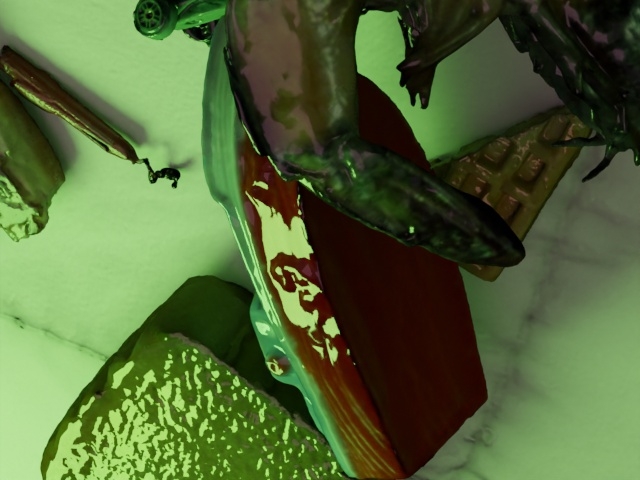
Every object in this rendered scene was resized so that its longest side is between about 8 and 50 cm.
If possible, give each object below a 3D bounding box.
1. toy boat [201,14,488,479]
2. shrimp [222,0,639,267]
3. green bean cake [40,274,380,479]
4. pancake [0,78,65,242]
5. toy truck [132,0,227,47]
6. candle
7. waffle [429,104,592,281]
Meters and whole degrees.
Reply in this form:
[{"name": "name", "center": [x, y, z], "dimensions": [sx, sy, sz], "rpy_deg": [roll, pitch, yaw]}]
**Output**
[{"name": "toy boat", "center": [0.000, 0.000, 1.037], "dimensions": [0.133, 0.145, 0.332], "rpy_deg": [9, 127, 44]}, {"name": "shrimp", "center": [0.126, -0.087, 0.932], "dimensions": [0.445, 0.085, 0.272], "rpy_deg": [42, 84, -15]}, {"name": "green bean cake", "center": [-0.075, 0.167, 1.204], "dimensions": [0.236, 0.124, 0.233], "rpy_deg": [39, 124, -4]}, {"name": "pancake", "center": [-0.328, -0.078, 1.216], "dimensions": [0.266, 0.057, 0.244], "rpy_deg": [37, 134, 3]}, {"name": "toy truck", "center": [-0.051, -0.185, 1.024], "dimensions": [0.154, 0.080, 0.078], "rpy_deg": [-13, 87, 27]}, {"name": "candle", "center": [-0.177, -0.089, 1.155], "dimensions": [0.167, 0.021, 0.026], "rpy_deg": [37, 104, -1]}, {"name": "waffle", "center": [0.116, -0.069, 1.051], "dimensions": [0.125, 0.032, 0.191], "rpy_deg": [31, 123, 6]}]
